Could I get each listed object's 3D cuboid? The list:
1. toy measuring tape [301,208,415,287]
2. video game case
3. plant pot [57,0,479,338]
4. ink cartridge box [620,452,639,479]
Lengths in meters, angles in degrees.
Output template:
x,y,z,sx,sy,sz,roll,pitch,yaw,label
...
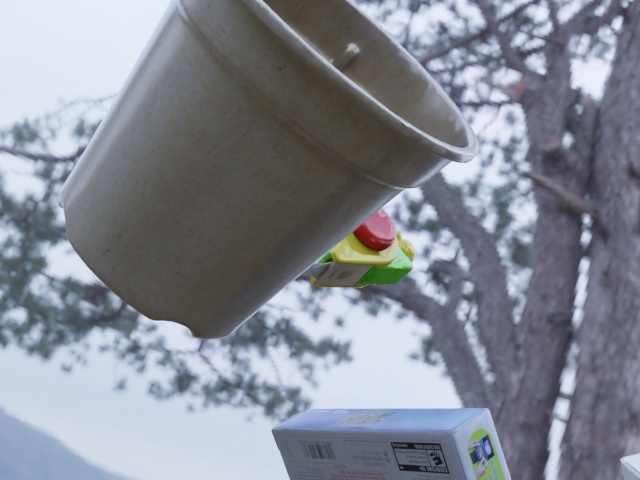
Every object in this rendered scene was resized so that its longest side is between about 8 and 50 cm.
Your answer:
x,y,z,sx,sy,sz,roll,pitch,yaw,label
0.000,0.000,1.586,0.330,0.121,0.121,3,2,-41,toy measuring tape
0.090,0.289,1.180,0.061,0.244,0.269,-23,9,-39,video game case
-0.075,-0.086,1.123,0.334,0.305,0.334,37,19,-15,plant pot
0.641,0.484,1.996,0.198,0.273,0.115,-13,7,-2,ink cartridge box
